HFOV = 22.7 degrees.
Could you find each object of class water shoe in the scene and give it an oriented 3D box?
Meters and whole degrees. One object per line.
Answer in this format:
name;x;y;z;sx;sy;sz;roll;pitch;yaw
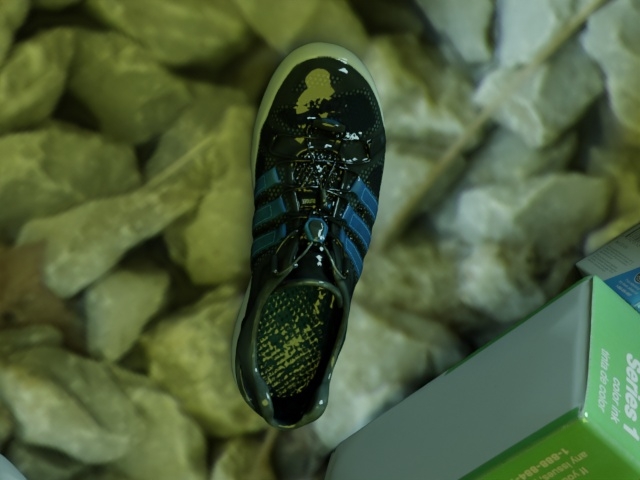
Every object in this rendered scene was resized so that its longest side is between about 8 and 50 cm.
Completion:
water shoe;0.000;0.000;0.835;0.073;0.080;0.203;4;103;-13

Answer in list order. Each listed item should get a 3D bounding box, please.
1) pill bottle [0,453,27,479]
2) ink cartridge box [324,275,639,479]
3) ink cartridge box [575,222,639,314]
pill bottle;-0.248;0.228;0.807;0.264;0.146;0.146;-34;108;-2
ink cartridge box;0.163;0.183;0.855;0.278;0.117;0.201;40;124;-18
ink cartridge box;0.216;0.011;0.876;0.122;0.088;0.052;-33;108;-2
